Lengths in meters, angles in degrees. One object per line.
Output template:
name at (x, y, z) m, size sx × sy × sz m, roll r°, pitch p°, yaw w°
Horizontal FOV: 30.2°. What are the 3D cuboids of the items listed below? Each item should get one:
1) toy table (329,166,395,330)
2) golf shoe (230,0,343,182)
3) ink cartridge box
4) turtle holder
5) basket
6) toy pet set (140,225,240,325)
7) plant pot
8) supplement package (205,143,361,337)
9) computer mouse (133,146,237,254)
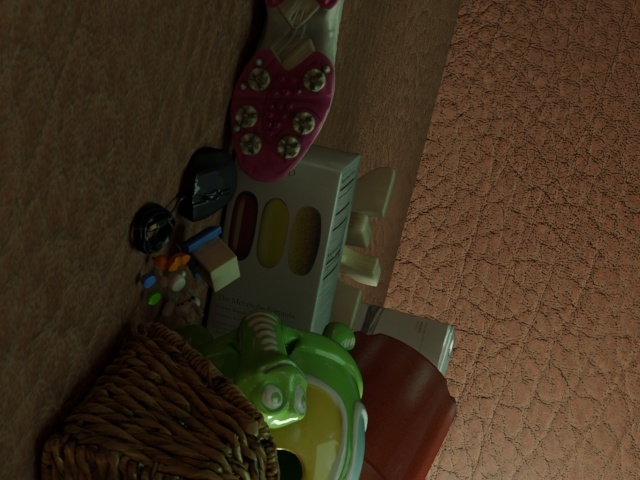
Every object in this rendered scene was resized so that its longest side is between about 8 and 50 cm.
toy table at (0.000, 0.000, 1.683) m, size 0.274 × 0.160 × 0.252 m, roll 36°, pitch 68°, yaw -78°
golf shoe at (-0.025, -0.216, 1.386) m, size 0.140 × 0.115 × 0.306 m, roll -17°, pitch 122°, yaw -82°
ink cartridge box at (0.069, 0.169, 1.942) m, size 0.207 × 0.283 × 0.117 m, roll 59°, pitch 46°, yaw -76°
turtle holder at (-0.046, 0.211, 1.294) m, size 0.320 × 0.243 × 0.227 m, roll -46°, pitch -141°, yaw 41°
basket at (-0.132, 0.266, 1.153) m, size 0.223 × 0.213 × 0.299 m, roll -58°, pitch 160°, yaw -58°
toy pet set at (-0.148, 0.029, 1.252) m, size 0.114 × 0.065 × 0.122 m, roll -33°, pitch 149°, yaw -20°
plant pot at (0.041, 0.283, 1.616) m, size 0.265 × 0.272 × 0.272 m, roll -51°, pitch 157°, yaw -35°
supplement package at (-0.046, 0.003, 1.488) m, size 0.134 × 0.139 × 0.244 m, roll -47°, pitch 148°, yaw -72°
computer mouse at (-0.133, -0.039, 1.227) m, size 0.242 × 0.041 × 0.071 m, roll -54°, pitch 157°, yaw -63°
